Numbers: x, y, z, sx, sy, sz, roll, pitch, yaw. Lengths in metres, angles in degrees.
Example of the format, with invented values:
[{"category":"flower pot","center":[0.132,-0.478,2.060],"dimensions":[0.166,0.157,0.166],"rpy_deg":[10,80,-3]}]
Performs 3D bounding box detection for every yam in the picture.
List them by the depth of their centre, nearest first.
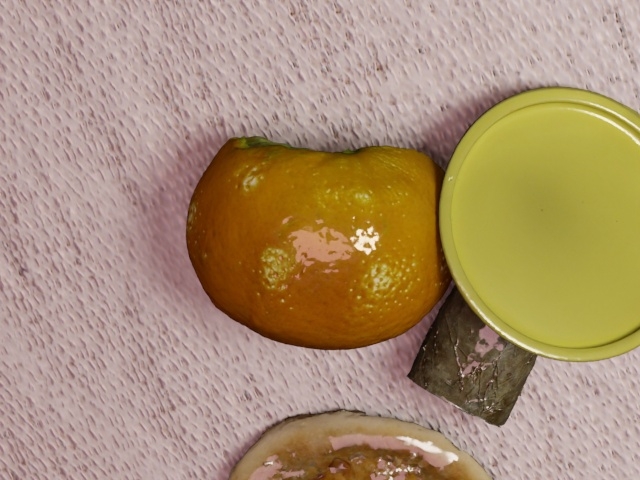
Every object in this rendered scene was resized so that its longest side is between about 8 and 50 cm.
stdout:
[{"category":"yam","center":[0.150,0.075,1.398],"dimensions":[0.107,0.107,0.183],"rpy_deg":[25,106,-2]}]

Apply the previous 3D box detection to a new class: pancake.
[{"category":"pancake","center":[0.043,0.278,1.498],"dimensions":[0.282,0.049,0.283],"rpy_deg":[1,107,2]}]

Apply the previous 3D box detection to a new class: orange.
[{"category":"orange","center":[0.002,0.003,1.357],"dimensions":[0.237,0.158,0.179],"rpy_deg":[10,123,-2]}]

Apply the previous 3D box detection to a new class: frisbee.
[{"category":"frisbee","center":[0.208,-0.014,1.344],"dimensions":[0.236,0.017,0.236],"rpy_deg":[3,79,-14]}]
